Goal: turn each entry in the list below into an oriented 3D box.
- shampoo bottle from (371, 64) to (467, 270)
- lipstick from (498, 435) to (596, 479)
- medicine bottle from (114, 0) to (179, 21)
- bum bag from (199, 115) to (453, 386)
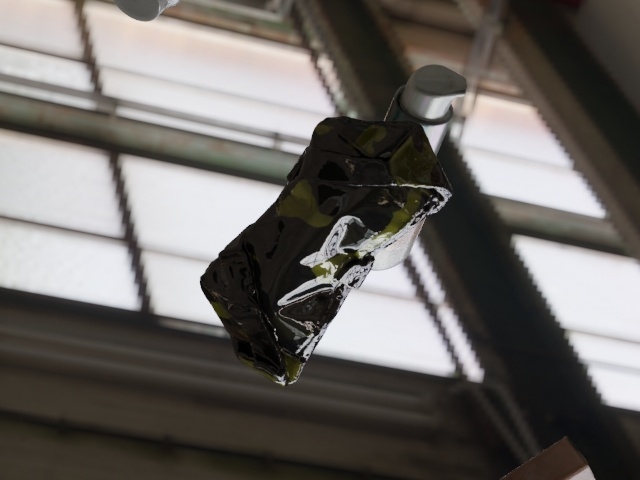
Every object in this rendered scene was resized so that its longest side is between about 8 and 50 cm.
[{"bbox_3d":[0.062,-0.059,1.507,0.192,0.074,0.074,110,-19,-44],"label":"shampoo bottle"},{"bbox_3d":[0.193,0.251,1.827,0.045,0.145,0.045,54,-5,44],"label":"lipstick"},{"bbox_3d":[-0.171,-0.306,2.083,0.140,0.079,0.079,-58,-177,-38],"label":"medicine bottle"},{"bbox_3d":[0.000,0.000,1.335,0.232,0.106,0.060,-52,-176,26],"label":"bum bag"}]
